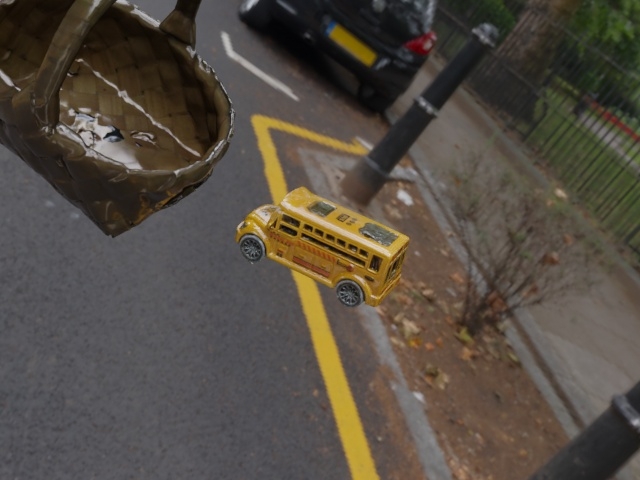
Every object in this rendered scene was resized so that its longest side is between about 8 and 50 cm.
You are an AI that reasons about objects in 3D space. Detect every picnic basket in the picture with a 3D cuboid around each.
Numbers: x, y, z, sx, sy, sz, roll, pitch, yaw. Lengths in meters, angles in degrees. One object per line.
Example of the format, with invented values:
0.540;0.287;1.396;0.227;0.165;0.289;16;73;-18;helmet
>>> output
-0.242;-0.218;0.974;0.337;0.337;0.293;39;43;3;picnic basket

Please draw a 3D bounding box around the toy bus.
0.000;0.000;0.796;0.162;0.074;0.069;25;30;17;toy bus
